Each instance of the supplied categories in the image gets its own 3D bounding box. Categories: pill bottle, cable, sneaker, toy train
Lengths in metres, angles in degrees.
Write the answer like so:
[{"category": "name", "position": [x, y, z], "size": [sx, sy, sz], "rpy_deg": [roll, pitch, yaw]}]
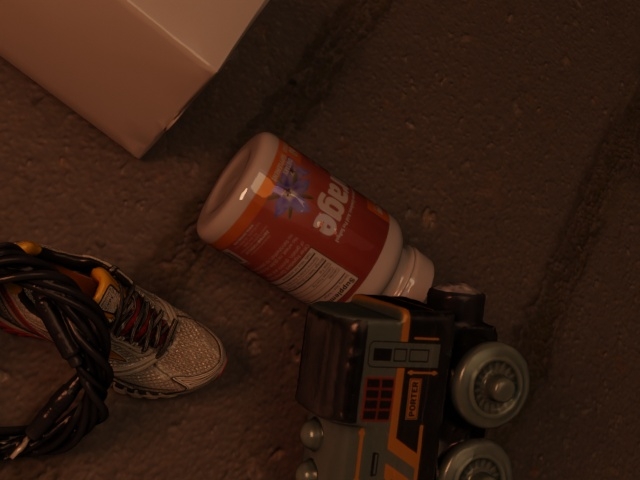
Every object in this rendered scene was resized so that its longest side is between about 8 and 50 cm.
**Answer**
[{"category": "pill bottle", "position": [0.000, 0.000, 0.845], "size": [0.216, 0.121, 0.121], "rpy_deg": [33, 60, -19]}, {"category": "cable", "position": [-0.233, 0.090, 0.662], "size": [0.150, 0.047, 0.184], "rpy_deg": [4, 109, -12]}, {"category": "sneaker", "position": [-0.178, 0.069, 0.732], "size": [0.225, 0.093, 0.088], "rpy_deg": [25, 63, -23]}, {"category": "toy train", "position": [0.065, 0.199, 0.779], "size": [0.190, 0.142, 0.334], "rpy_deg": [6, 94, -24]}]

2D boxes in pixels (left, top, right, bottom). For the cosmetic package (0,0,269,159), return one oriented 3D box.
[{"category": "cosmetic package", "position": [-0.236, -0.259, 0.741], "size": [0.365, 0.197, 0.155], "rpy_deg": [37, 57, -18]}]
